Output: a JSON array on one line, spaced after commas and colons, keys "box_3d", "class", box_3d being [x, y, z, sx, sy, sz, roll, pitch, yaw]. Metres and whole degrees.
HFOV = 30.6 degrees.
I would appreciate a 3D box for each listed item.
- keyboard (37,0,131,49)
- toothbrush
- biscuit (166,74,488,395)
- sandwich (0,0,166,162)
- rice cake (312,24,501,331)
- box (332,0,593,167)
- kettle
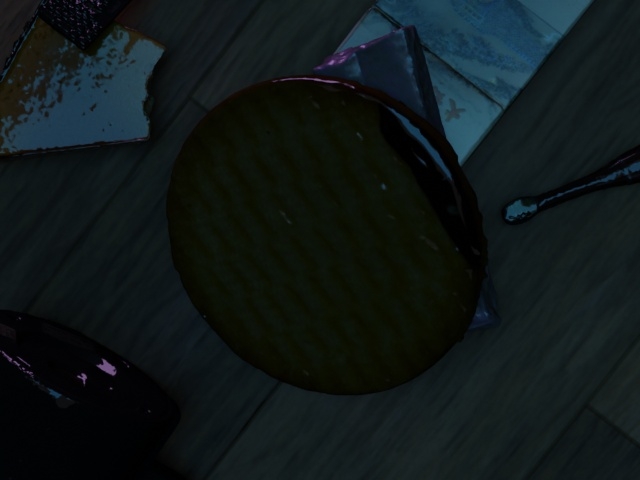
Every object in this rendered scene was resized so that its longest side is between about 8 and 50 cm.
[{"box_3d": [-0.188, -0.276, 1.151, 0.061, 0.013, 0.204, 38, 75, 6], "class": "keyboard"}, {"box_3d": [0.346, -0.088, 1.124, 0.364, 0.041, 0.040, -20, 88, 4], "class": "toothbrush"}, {"box_3d": [0.000, 0.000, 1.092, 0.318, 0.040, 0.317, 8, 112, 20], "class": "biscuit"}, {"box_3d": [-0.240, -0.131, 1.163, 0.162, 0.058, 0.193, 29, 90, 4], "class": "sandwich"}, {"box_3d": [0.080, -0.047, 1.092, 0.106, 0.050, 0.297, -11, 107, 26], "class": "rice cake"}, {"box_3d": [0.145, -0.212, 1.125, 0.164, 0.069, 0.256, 38, 93, 4], "class": "box"}, {"box_3d": [-0.281, 0.251, 1.125, 0.203, 0.262, 0.308, 33, 97, 39], "class": "kettle"}]
